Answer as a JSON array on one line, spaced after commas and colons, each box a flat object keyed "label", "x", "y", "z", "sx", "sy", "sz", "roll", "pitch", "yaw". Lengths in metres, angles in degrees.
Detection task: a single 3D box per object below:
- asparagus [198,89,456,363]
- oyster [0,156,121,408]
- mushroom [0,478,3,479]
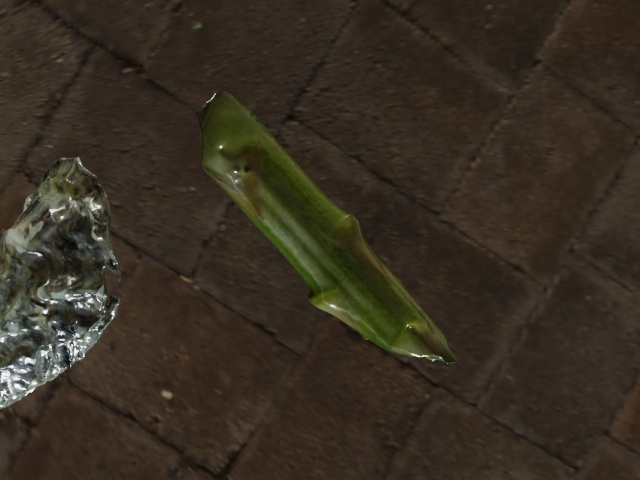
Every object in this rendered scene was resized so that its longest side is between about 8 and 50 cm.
[{"label": "asparagus", "x": -0.001, "y": 0.001, "z": 1.322, "sx": 0.343, "sy": 0.085, "sz": 0.082, "roll": 47, "pitch": 34, "yaw": -8}, {"label": "oyster", "x": -0.268, "y": 0.042, "z": 1.290, "sx": 0.087, "sy": 0.252, "sz": 0.199, "roll": -14, "pitch": 84, "yaw": -55}, {"label": "mushroom", "x": -0.260, "y": 0.179, "z": 0.834, "sx": 0.170, "sy": 0.135, "sz": 0.080, "roll": -1, "pitch": 109, "yaw": -40}]
